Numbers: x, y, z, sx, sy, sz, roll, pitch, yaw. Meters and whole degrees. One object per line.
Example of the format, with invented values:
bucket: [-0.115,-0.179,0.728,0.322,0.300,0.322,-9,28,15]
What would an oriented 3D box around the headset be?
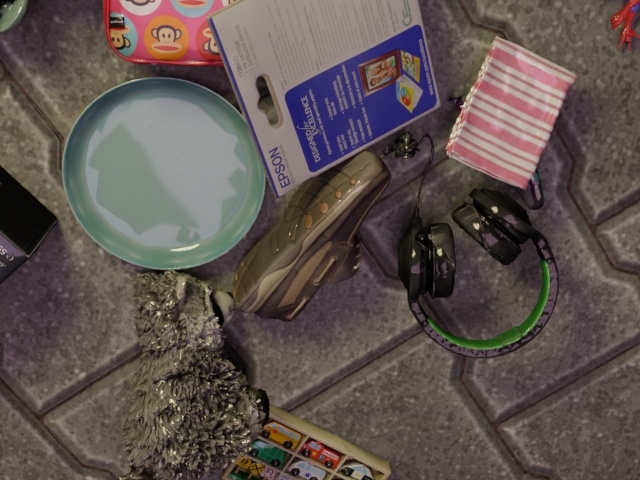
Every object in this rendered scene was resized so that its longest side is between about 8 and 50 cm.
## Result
headset: [0.223,0.005,1.336,0.244,0.185,0.394,-28,93,7]

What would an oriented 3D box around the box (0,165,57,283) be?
box: [-0.627,-0.012,1.281,0.294,0.182,0.296,-40,108,13]

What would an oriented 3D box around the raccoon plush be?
raccoon plush: [-0.266,0.245,1.302,0.216,0.446,0.299,-15,114,38]

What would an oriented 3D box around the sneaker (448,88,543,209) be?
sneaker: [0.284,-0.144,1.350,0.098,0.083,0.223,-20,100,15]

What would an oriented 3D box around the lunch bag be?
lunch bag: [-0.161,-0.383,1.207,0.293,0.120,0.258,1,108,-7]

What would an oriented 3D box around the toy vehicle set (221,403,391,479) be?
toy vehicle set: [-0.027,0.427,1.561,0.267,0.035,0.166,29,107,-13]

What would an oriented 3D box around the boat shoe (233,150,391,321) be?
boat shoe: [0.000,0.000,1.354,0.130,0.132,0.355,28,123,-28]

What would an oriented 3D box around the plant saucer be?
plant saucer: [-0.247,-0.106,1.341,0.318,0.043,0.317,-1,110,-4]

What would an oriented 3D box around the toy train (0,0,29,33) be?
toy train: [-0.417,-0.432,1.136,0.334,0.190,0.142,-42,144,17]

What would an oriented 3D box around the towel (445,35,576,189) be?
towel: [0.290,-0.192,1.276,0.144,0.029,0.197,22,95,-9]

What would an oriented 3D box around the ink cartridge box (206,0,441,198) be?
ink cartridge box: [0.010,-0.258,1.198,0.307,0.072,0.303,-29,129,-12]

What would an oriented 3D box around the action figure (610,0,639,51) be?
action figure: [0.413,-0.365,1.260,0.281,0.091,0.138,8,104,-5]
